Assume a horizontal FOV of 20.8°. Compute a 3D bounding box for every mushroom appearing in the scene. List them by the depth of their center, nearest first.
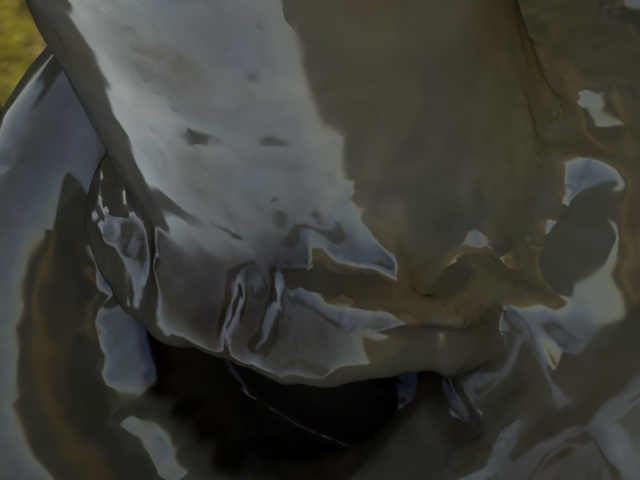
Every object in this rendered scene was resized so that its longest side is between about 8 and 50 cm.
[{"bbox_3d":[0.000,0.000,0.438,0.292,0.292,0.290,43,173,38],"label":"mushroom"}]

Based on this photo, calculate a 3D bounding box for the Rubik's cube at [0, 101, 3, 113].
[{"bbox_3d":[-0.359,0.082,0.871,0.346,0.347,0.344,-42,48,22],"label":"Rubik's cube"}]
